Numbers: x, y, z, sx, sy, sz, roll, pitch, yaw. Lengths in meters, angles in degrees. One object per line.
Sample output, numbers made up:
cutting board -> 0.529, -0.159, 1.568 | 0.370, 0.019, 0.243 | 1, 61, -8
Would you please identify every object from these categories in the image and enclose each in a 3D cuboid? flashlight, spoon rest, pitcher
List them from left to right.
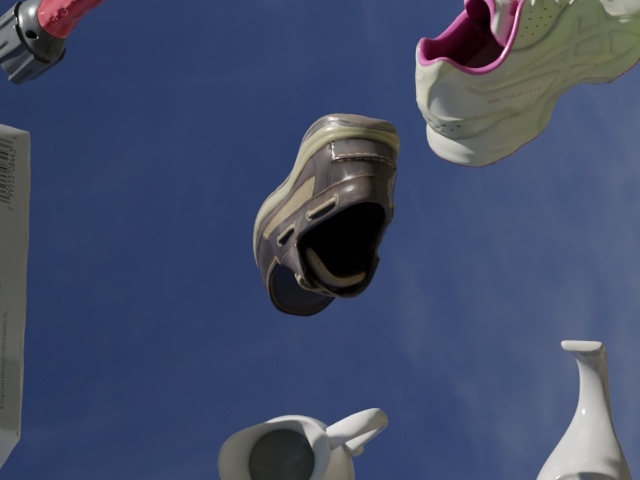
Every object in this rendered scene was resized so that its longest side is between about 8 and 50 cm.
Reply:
flashlight -> -0.261, -0.279, 2.089 | 0.103, 0.304, 0.103 | 55, -146, -3
pitcher -> -0.007, 0.229, 1.890 | 0.207, 0.178, 0.125 | 66, -177, -74
spoon rest -> 0.342, 0.269, 2.350 | 0.084, 0.137, 0.276 | 14, -101, -65

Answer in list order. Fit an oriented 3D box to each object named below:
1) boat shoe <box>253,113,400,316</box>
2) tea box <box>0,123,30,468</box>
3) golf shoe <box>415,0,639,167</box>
boat shoe -> 0.000, 0.000, 2.078 | 0.355, 0.132, 0.130 | 109, 162, -55
tea box -> -0.413, 0.095, 1.625 | 0.220, 0.323, 0.329 | 15, -130, -23
golf shoe -> 0.214, -0.199, 1.683 | 0.306, 0.115, 0.140 | -40, -47, -11
